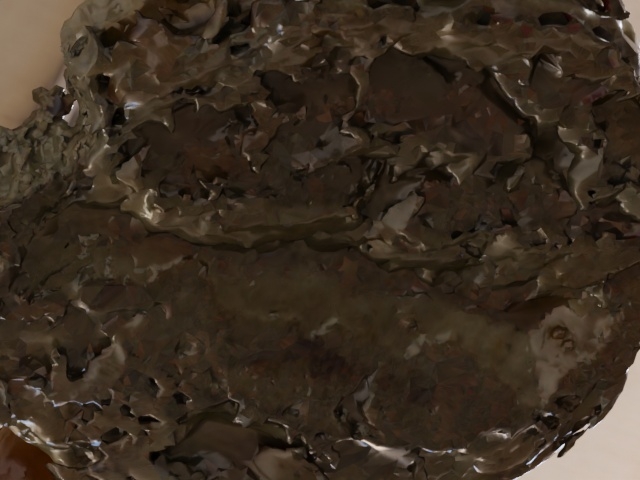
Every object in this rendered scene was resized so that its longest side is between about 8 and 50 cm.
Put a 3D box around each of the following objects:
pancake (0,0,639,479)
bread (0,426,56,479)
[{"bbox_3d":[0.000,0.001,0.932,0.382,0.382,0.071,-38,-142,16],"label":"pancake"},{"bbox_3d":[-0.103,0.178,1.152,0.156,0.288,0.204,11,-91,60],"label":"bread"}]
